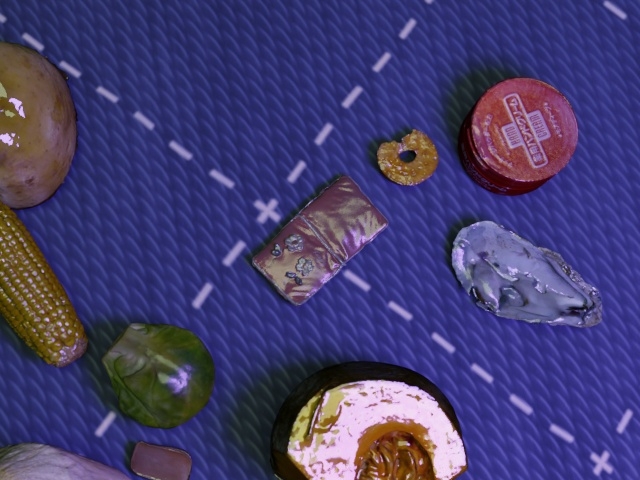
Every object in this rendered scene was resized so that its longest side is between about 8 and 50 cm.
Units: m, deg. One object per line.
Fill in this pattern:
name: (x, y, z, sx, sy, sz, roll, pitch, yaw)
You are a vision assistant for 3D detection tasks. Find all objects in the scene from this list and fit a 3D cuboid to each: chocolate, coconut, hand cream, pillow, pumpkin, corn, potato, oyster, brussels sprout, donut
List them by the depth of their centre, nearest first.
coconut: (-0.402, 0.454, 1.648, 0.329, 0.329, 0.328, 1, 79, -4)
pumpkin: (0.071, 0.315, 1.741, 0.303, 0.225, 0.256, -19, 85, -14)
brussels sprout: (-0.259, 0.212, 1.771, 0.161, 0.144, 0.180, -37, 97, 24)
corn: (-0.493, 0.064, 1.792, 0.119, 0.119, 0.321, -38, 88, -10)
chocolate: (-0.259, 0.364, 1.794, 0.101, 0.031, 0.064, 12, 96, 2)
potato: (-0.524, -0.208, 1.795, 0.243, 0.242, 0.285, 10, 81, -3)
oyster: (0.355, 0.060, 1.872, 0.252, 0.087, 0.199, -5, 89, 2)
pillow: (0.000, 0.000, 1.879, 0.232, 0.043, 0.126, -43, 84, -12)
hand cream: (0.339, -0.178, 1.898, 0.193, 0.125, 0.193, 1, 78, -4)
donut: (0.151, -0.139, 1.917, 0.108, 0.043, 0.097, -18, 80, -9)
